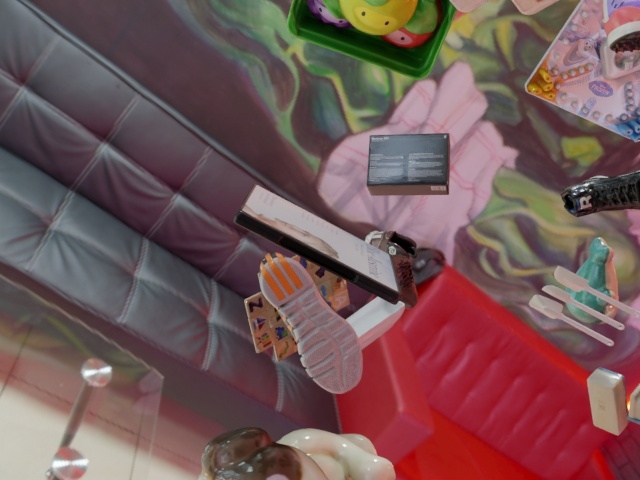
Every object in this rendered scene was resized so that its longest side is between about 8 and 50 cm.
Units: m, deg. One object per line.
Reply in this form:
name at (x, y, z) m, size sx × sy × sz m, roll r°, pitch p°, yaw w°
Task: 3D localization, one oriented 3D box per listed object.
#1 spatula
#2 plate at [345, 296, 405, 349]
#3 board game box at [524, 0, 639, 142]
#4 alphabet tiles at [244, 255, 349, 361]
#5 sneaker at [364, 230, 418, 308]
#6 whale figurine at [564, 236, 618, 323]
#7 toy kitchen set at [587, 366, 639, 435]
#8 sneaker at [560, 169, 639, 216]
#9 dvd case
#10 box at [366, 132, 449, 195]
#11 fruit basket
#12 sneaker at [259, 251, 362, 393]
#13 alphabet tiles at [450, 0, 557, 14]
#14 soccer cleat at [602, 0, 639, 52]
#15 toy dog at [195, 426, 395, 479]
spatula at (0.694, 0.178, 1.691) m, size 0.242 × 0.168 × 0.019 m, roll 28°, pitch 38°, yaw 7°
plate at (0.101, 0.252, 1.761) m, size 0.045 × 0.277 × 0.278 m, roll 55°, pitch -4°, yaw -4°
board game box at (0.802, -0.481, 1.672) m, size 0.390 × 0.390 × 0.050 m, roll 19°, pitch 33°, yaw -16°
alphabet tiles at (-0.058, 0.178, 1.848) m, size 0.342 × 0.285 × 0.011 m, roll -25°, pitch 26°, yaw -31°
sneaker at (0.256, 0.089, 1.989) m, size 0.106 × 0.162 × 0.281 m, roll -41°, pitch 105°, yaw -35°
whale figurine at (0.840, 0.130, 1.999) m, size 0.216 × 0.141 × 0.272 m, roll -85°, pitch 171°, yaw -65°
toy kitchen set at (0.635, 0.288, 1.181) m, size 0.207 × 0.166 × 0.122 m, roll 18°, pitch -46°, yaw 50°
sneaker at (0.550, -0.079, 1.223) m, size 0.217 × 0.121 × 0.079 m, roll -177°, pitch -111°, yaw -71°
dvd case at (0.000, 0.000, 0.946) m, size 0.253 × 0.022 × 0.180 m, roll 28°, pitch 15°, yaw -7°
box at (0.290, -0.248, 2.102) m, size 0.103 × 0.261 × 0.184 m, roll 49°, pitch 44°, yaw -70°
fruit basket at (0.123, -0.528, 1.440) m, size 0.392 × 0.283 × 0.392 m, roll 13°, pitch 38°, yaw -11°
sneaker at (-0.019, 0.154, 1.328) m, size 0.321 × 0.125 × 0.180 m, roll 62°, pitch -3°, yaw -11°
alphabet tiles at (0.254, -0.407, 0.811) m, size 0.284 × 0.278 × 0.021 m, roll 31°, pitch 49°, yaw -38°
soccer cleat at (0.736, -0.469, 1.336) m, size 0.108 × 0.318 × 0.116 m, roll 128°, pitch -48°, yaw -74°
toy dog at (-0.070, 0.403, 0.975) m, size 0.395 × 0.284 × 0.408 m, roll 10°, pitch -20°, yaw 8°
